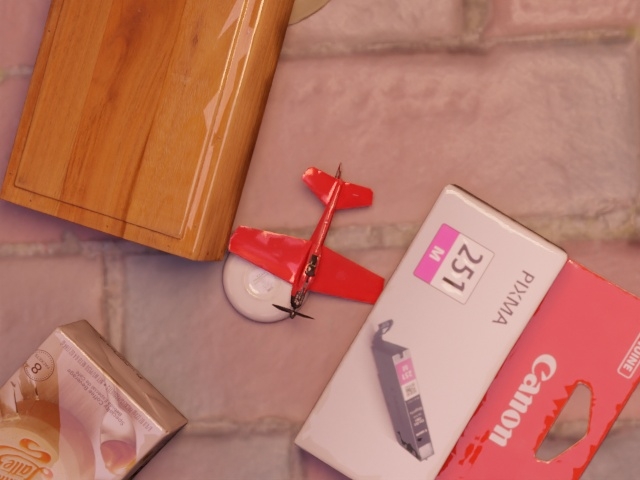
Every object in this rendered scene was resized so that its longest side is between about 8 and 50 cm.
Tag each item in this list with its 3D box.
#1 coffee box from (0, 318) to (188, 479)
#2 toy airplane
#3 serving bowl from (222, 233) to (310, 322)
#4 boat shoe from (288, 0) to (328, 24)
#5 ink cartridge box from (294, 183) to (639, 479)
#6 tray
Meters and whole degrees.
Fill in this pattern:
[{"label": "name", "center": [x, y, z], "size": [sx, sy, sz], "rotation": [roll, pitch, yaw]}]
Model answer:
[{"label": "coffee box", "center": [-0.260, 0.209, 1.680], "size": [0.141, 0.098, 0.246], "rotation": [43, 96, 4]}, {"label": "toy airplane", "center": [0.000, 0.000, 1.662], "size": [0.151, 0.028, 0.151], "rotation": [1, 87, -14]}, {"label": "serving bowl", "center": [-0.051, 0.035, 1.683], "size": [0.083, 0.027, 0.083], "rotation": [0, 93, 6]}, {"label": "boat shoe", "center": [-0.005, -0.244, 1.660], "size": [0.133, 0.049, 0.042], "rotation": [-42, 56, 15]}, {"label": "ink cartridge box", "center": [0.147, 0.125, 1.649], "size": [0.239, 0.060, 0.275], "rotation": [31, 96, 6]}, {"label": "tray", "center": [-0.135, -0.206, 1.638], "size": [0.203, 0.076, 0.410], "rotation": [17, 94, 19]}]
